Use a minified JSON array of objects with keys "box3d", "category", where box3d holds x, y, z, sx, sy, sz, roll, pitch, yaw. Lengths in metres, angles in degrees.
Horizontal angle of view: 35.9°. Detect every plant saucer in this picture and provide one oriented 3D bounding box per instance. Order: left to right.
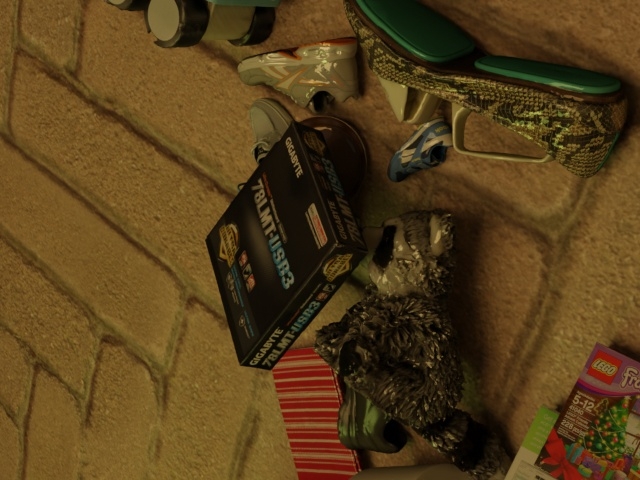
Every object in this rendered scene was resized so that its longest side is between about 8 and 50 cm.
[{"box3d":[0.002,-0.131,1.704,0.169,0.029,0.168,0,88,16],"category":"plant saucer"}]

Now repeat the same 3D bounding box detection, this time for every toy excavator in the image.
[{"box3d":[-0.132,-0.525,1.641,0.433,0.222,0.445,39,123,29],"category":"toy excavator"}]

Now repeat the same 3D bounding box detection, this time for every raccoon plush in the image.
[{"box3d":[0.202,0.150,1.570,0.299,0.446,0.216,-50,22,1],"category":"raccoon plush"}]

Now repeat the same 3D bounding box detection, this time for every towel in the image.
[{"box3d":[-0.006,0.336,1.865,0.199,0.031,0.274,-14,89,50],"category":"towel"}]

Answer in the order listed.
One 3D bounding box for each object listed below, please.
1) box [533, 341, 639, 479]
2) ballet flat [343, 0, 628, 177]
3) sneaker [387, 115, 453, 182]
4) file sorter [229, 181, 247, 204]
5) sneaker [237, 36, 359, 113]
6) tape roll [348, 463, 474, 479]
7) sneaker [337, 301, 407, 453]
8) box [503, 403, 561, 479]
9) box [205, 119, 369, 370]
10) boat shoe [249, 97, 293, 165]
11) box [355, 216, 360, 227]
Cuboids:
[{"box3d":[0.463,0.291,1.337,0.293,0.057,0.200,26,89,36],"category":"box"},{"box3d":[0.209,-0.219,1.443,0.483,0.164,0.182,30,125,30],"category":"ballet flat"},{"box3d":[0.160,-0.134,1.578,0.059,0.053,0.144,54,132,16],"category":"sneaker"},{"box3d":[-0.118,-0.016,1.834,0.118,0.104,0.170,45,128,27],"category":"file sorter"},{"box3d":[-0.041,-0.273,1.705,0.262,0.099,0.121,0,105,45],"category":"sneaker"},{"box3d":[0.152,0.489,1.606,0.169,0.246,0.246,-17,89,48],"category":"tape roll"},{"box3d":[0.098,0.240,1.711,0.130,0.109,0.286,9,116,35],"category":"sneaker"},{"box3d":[0.355,0.430,1.422,0.232,0.058,0.322,25,85,36],"category":"box"},{"box3d":[-0.065,0.007,1.601,0.293,0.073,0.295,-52,40,32],"category":"box"},{"box3d":[-0.078,-0.157,1.776,0.079,0.081,0.227,-39,74,42],"category":"boat shoe"},{"box3d":[0.000,0.000,1.728,0.102,0.101,0.087,17,112,40],"category":"box"}]
